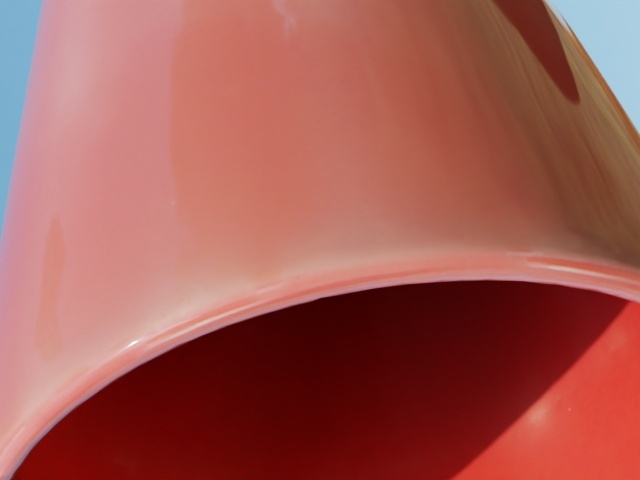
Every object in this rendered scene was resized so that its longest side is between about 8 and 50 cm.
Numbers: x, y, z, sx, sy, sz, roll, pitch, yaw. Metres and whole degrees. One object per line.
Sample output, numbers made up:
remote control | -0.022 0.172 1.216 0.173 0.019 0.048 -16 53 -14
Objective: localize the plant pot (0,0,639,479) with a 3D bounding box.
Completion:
plant pot | 0.000 0.000 0.612 0.275 0.275 0.243 45 -154 -47
